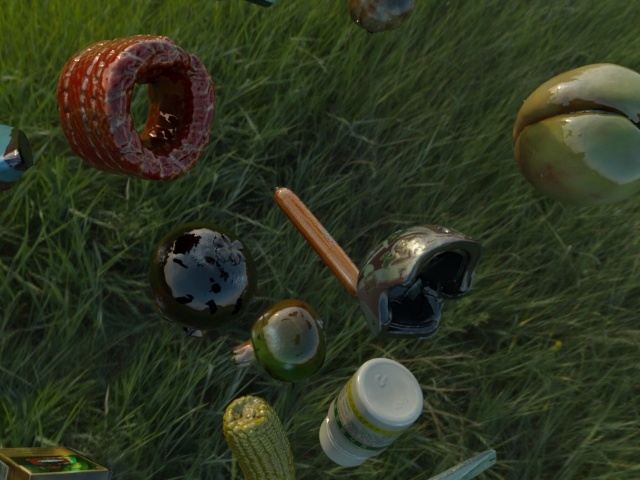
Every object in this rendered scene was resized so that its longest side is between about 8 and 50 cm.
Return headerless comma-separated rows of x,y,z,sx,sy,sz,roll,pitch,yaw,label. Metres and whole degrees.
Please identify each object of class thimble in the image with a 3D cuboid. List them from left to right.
-0.446,-0.324,1.531,0.350,0.231,0.350,-15,109,-51,thimble

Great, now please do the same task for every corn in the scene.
-0.133,0.500,1.456,0.131,0.344,0.131,-7,39,6,corn

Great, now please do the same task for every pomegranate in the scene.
-0.089,0.219,1.323,0.210,0.180,0.179,-20,70,6,pomegranate

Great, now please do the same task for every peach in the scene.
0.533,-0.207,1.257,0.248,0.292,0.292,12,59,-33,peach

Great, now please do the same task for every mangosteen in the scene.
-0.340,0.113,1.728,0.307,0.347,0.306,27,43,-28,mangosteen

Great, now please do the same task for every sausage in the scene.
0.000,0.000,1.453,0.053,0.053,0.347,-28,70,-33,sausage

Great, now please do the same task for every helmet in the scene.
0.115,0.043,0.813,0.153,0.176,0.107,14,25,-46,helmet

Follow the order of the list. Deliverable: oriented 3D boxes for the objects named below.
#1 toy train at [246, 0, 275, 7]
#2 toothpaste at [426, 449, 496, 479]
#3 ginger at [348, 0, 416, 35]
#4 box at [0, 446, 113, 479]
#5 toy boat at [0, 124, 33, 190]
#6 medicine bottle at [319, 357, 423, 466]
-0.170,-0.430,0.845,0.331,0.178,0.138,11,16,-24,toy train
0.160,0.348,0.875,0.197,0.048,0.029,-27,46,-4,toothpaste
0.096,-0.591,1.149,0.256,0.176,0.375,-42,118,-20,ginger
-0.543,0.466,1.242,0.159,0.240,0.071,18,76,-41,box
-0.605,-0.166,1.200,0.080,0.392,0.136,-20,110,-17,toy boat
0.135,0.513,1.824,0.208,0.339,0.208,15,45,-15,medicine bottle
